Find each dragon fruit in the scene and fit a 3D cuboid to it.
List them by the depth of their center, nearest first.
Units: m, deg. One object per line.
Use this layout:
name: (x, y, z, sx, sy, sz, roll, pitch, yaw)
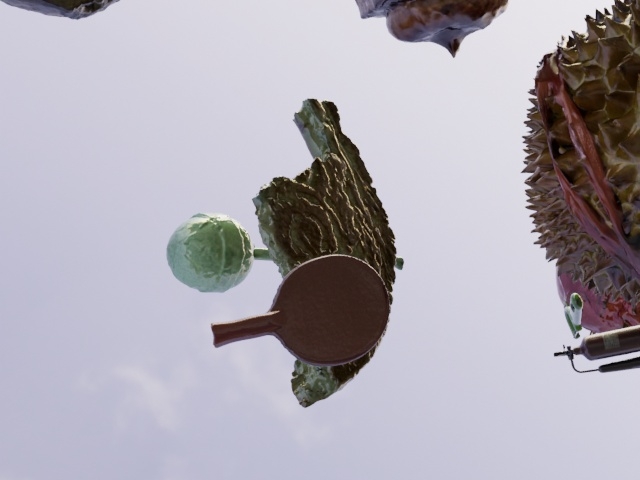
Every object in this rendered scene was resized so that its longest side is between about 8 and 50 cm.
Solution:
dragon fruit: (0.506, 0.056, 2.035, 0.241, 0.241, 0.252, 47, -137, -13)

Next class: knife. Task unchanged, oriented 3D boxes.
knife: (0.357, 0.097, 1.729, 0.212, 0.015, 0.054, 53, -163, -73)

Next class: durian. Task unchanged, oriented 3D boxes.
durian: (0.377, -0.101, 1.246, 0.347, 0.384, 0.347, 33, -165, -10)

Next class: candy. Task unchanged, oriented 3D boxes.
candy: (-0.038, 0.022, 1.870, 0.440, 0.119, 0.119, 2, -116, -39)

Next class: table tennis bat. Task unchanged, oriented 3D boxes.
table tennis bat: (-0.018, 0.064, 1.030, 0.019, 0.154, 0.098, 62, -164, -66)

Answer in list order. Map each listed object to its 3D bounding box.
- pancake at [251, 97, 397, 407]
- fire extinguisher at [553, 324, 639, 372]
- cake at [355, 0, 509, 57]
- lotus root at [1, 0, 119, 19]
pancake: (-0.003, 0.003, 1.263, 0.197, 0.054, 0.377, 37, -140, -33)
fire extinguisher: (0.348, 0.118, 1.355, 0.035, 0.173, 0.049, -82, -25, -57)
cake: (0.124, -0.345, 1.303, 0.196, 0.198, 0.293, -9, -90, -15)
lotus root: (-0.349, -0.356, 1.362, 0.210, 0.142, 0.314, -34, -98, -28)
